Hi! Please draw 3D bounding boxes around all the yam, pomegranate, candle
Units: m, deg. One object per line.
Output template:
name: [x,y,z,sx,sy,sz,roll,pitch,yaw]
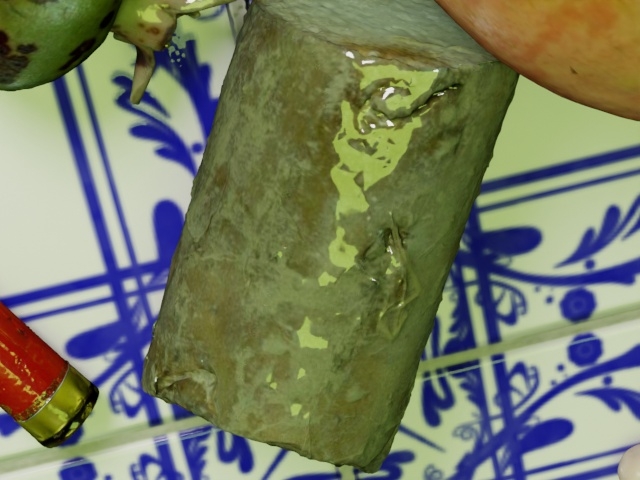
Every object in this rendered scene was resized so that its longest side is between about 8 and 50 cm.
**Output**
yam: [0.000,0.000,0.937,0.168,0.168,0.304,14,109,-13]
pomegranate: [-0.151,-0.150,0.882,0.169,0.148,0.148,8,117,-51]
candle: [-0.198,0.070,1.004,0.052,0.052,0.131,-42,111,10]

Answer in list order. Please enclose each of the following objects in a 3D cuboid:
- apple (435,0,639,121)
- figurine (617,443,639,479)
apple: [0.192,-0.232,0.756,0.364,0.364,0.364,-3,113,-6]
figurine: [0.288,0.181,1.077,0.144,0.182,0.256,-16,114,-48]
